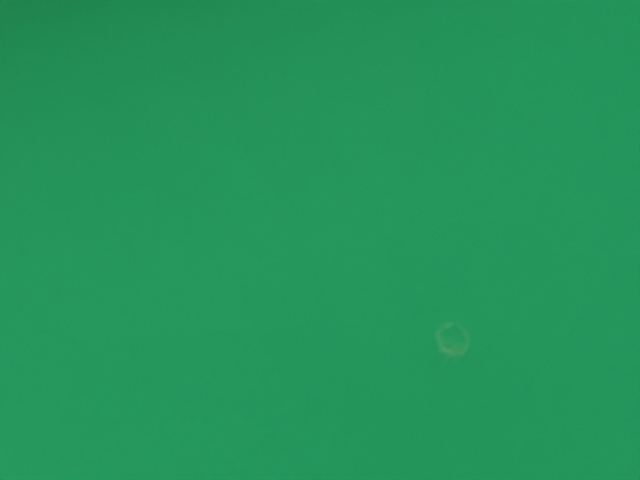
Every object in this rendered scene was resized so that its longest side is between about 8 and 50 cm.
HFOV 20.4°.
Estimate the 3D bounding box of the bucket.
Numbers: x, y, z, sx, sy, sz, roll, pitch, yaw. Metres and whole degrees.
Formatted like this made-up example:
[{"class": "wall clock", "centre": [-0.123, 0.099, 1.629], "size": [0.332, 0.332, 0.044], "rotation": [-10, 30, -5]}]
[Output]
[{"class": "bucket", "centre": [0.007, 0.060, 0.433], "size": [0.281, 0.281, 0.183], "rotation": [-20, 160, -25]}]
